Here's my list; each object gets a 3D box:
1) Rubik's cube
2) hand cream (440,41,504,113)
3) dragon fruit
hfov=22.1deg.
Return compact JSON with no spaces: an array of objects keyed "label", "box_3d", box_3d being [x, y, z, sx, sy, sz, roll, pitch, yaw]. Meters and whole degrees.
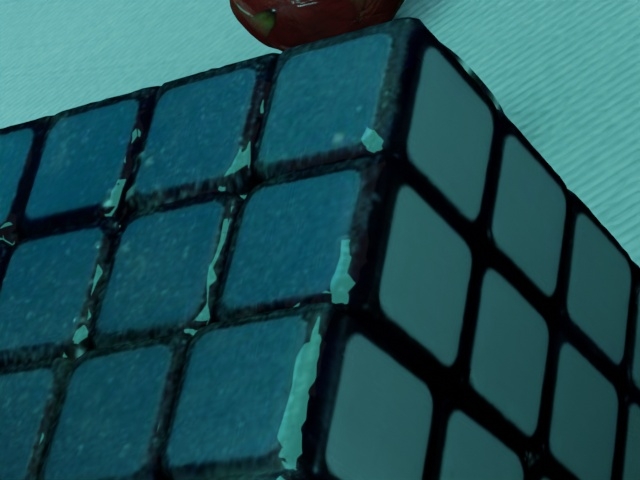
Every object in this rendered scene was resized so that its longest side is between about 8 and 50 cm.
[{"label":"Rubik's cube","box_3d":[-0.025,0.133,0.899,0.344,0.343,0.337,-12,53,34]},{"label":"hand cream","box_3d":[0.000,0.000,1.310,0.359,0.118,0.185,-51,35,-2]},{"label":"dragon fruit","box_3d":[-0.005,-0.259,1.561,0.209,0.172,0.172,-10,44,48]}]
